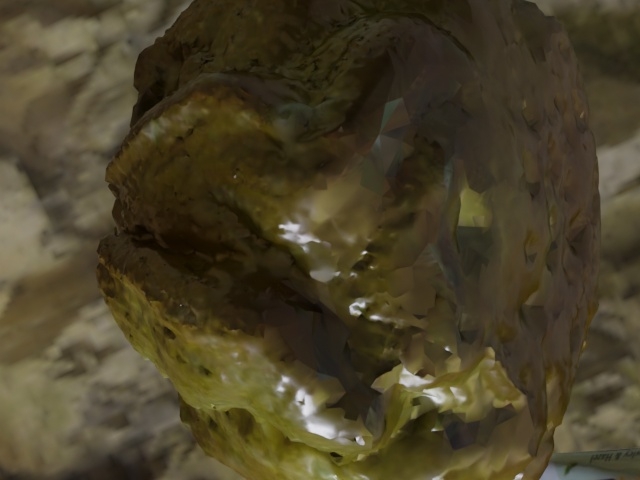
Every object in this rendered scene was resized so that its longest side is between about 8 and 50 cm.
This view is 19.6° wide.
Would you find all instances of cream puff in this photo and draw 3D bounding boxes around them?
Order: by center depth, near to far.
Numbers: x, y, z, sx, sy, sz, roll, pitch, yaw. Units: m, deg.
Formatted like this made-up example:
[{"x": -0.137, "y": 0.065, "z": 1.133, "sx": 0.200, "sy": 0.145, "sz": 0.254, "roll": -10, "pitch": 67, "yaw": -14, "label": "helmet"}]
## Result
[{"x": 0.016, "y": -0.003, "z": 0.725, "sx": 0.196, "sy": 0.244, "sz": 0.244, "roll": 8, "pitch": 134, "yaw": 53, "label": "cream puff"}]

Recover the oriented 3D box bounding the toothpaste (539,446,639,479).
[{"x": 0.234, "y": 0.126, "z": 0.946, "sx": 0.056, "sy": 0.314, "sz": 0.058, "roll": 42, "pitch": -132, "yaw": -34, "label": "toothpaste"}]
